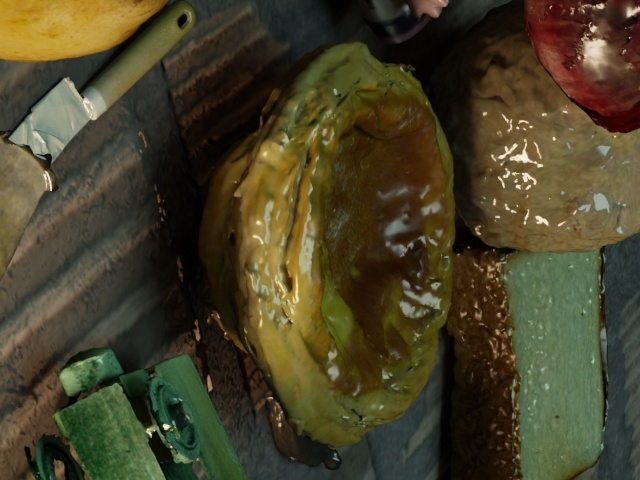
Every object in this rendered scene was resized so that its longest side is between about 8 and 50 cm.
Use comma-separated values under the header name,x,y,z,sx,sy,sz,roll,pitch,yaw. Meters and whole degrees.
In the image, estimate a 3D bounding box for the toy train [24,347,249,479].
name,x,y,z,sx,sy,sz,roll,pitch,yaw
toy train,-0.108,0.221,1.372,0.307,0.126,0.189,63,5,4

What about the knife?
name,x,y,z,sx,sy,sz,roll,pitch,yaw
knife,-0.183,-0.099,1.361,0.298,0.017,0.047,-51,134,-36

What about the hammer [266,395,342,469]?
name,x,y,z,sx,sy,sz,roll,pitch,yaw
hammer,0.015,0.061,1.695,0.125,0.027,0.297,32,69,-55

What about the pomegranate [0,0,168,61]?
name,x,y,z,sx,sy,sz,roll,pitch,yaw
pomegranate,-0.179,-0.241,1.145,0.260,0.260,0.260,-15,108,-56

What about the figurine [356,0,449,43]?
name,x,y,z,sx,sy,sz,roll,pitch,yaw
figurine,0.129,-0.369,1.612,0.211,0.253,0.361,45,59,-17

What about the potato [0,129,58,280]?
name,x,y,z,sx,sy,sz,roll,pitch,yaw
potato,-0.279,0.029,1.154,0.138,0.098,0.243,37,70,-50

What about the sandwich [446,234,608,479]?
name,x,y,z,sx,sy,sz,roll,pitch,yaw
sandwich,0.225,0.123,1.979,0.271,0.099,0.301,-19,108,-60

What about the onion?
name,x,y,z,sx,sy,sz,roll,pitch,yaw
onion,0.273,-0.223,1.611,0.252,0.219,0.252,-5,98,-40

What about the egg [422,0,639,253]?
name,x,y,z,sx,sy,sz,roll,pitch,yaw
egg,0.238,-0.111,1.799,0.310,0.279,0.279,3,93,-36

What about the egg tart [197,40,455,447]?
name,x,y,z,sx,sy,sz,roll,pitch,yaw
egg tart,0.000,0.000,1.548,0.352,0.150,0.352,-17,109,-59
